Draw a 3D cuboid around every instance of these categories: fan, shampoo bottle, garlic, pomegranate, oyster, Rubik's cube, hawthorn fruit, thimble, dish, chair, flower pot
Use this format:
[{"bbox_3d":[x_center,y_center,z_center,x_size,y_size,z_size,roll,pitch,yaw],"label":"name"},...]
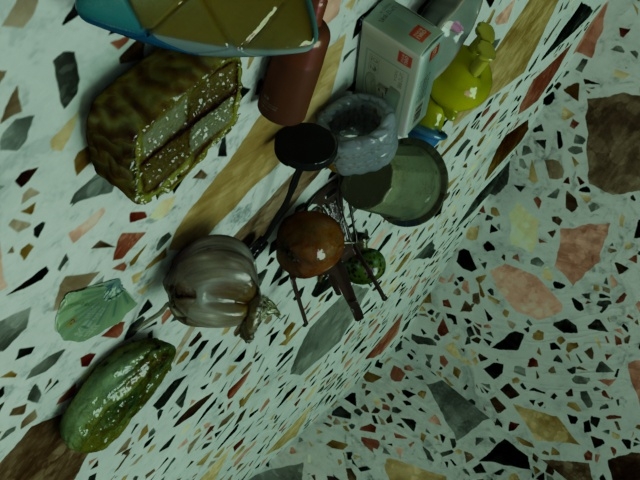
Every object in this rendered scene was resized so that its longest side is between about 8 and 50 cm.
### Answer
[{"bbox_3d":[-0.363,0.115,1.479,0.131,0.009,0.240,-51,164,4],"label":"fan"},{"bbox_3d":[-0.030,-0.288,1.384,0.085,0.085,0.244,-36,159,-44],"label":"shampoo bottle"},{"bbox_3d":[-0.199,0.120,1.612,0.256,0.207,0.207,-47,165,9],"label":"garlic"},{"bbox_3d":[0.119,0.050,2.506,0.122,0.122,0.161,-20,107,-61],"label":"pomegranate"},{"bbox_3d":[-0.159,0.151,2.066,0.106,0.061,0.200,-32,159,-5],"label":"oyster"},{"bbox_3d":[-0.097,-0.269,1.009,0.254,0.254,0.254,-46,163,-19],"label":"Rubik's cube"},{"bbox_3d":[-0.017,0.006,1.939,0.149,0.149,0.189,-58,158,19],"label":"hawthorn fruit"},{"bbox_3d":[0.070,-0.202,1.718,0.151,0.127,0.118,-20,151,-3],"label":"thimble"},{"bbox_3d":[0.235,-0.427,1.823,0.229,0.081,0.229,-50,164,-19],"label":"dish"},{"bbox_3d":[0.010,0.023,2.115,0.176,0.183,0.326,-36,113,-42],"label":"chair"},{"bbox_3d":[0.147,-0.140,2.042,0.203,0.212,0.212,5,123,-53],"label":"flower pot"}]

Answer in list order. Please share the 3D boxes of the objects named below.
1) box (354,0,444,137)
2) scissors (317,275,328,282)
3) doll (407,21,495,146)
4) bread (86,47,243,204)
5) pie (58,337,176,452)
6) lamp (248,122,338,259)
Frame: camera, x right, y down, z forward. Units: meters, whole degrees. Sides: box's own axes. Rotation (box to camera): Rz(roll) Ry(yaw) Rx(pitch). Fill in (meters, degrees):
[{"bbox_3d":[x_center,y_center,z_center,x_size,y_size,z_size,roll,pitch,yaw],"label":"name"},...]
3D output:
[{"bbox_3d":[0.139,-0.319,1.695,0.079,0.135,0.269,-48,165,-22],"label":"box"},{"bbox_3d":[0.001,0.066,2.352,0.088,0.017,0.220,-50,164,5],"label":"scissors"},{"bbox_3d":[0.294,-0.343,2.058,0.363,0.145,0.199,128,-25,-55],"label":"doll"},{"bbox_3d":[-0.196,-0.164,1.173,0.222,0.096,0.181,-46,163,-25],"label":"bread"},{"bbox_3d":[-0.374,0.295,1.709,0.277,0.078,0.277,-44,162,-18],"label":"pie"},{"bbox_3d":[-0.091,-0.090,1.726,0.130,0.108,0.371,-55,-176,-36],"label":"lamp"}]
